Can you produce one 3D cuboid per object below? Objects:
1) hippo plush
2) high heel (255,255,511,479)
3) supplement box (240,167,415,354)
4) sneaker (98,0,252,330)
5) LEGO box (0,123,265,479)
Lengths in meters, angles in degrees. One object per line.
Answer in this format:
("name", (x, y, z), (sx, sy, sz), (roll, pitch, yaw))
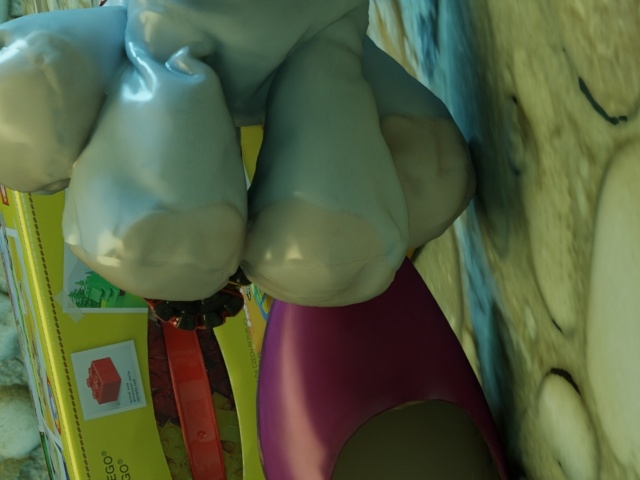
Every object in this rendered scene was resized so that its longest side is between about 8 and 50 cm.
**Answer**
("hippo plush", (-0.006, -0.127, 0.854), (0.294, 0.234, 0.236), (-55, -7, -47))
("high heel", (0.075, 0.167, 0.890), (0.181, 0.127, 0.377), (-7, 101, 68))
("supplement box", (0.000, 0.000, 1.103), (0.233, 0.080, 0.078), (107, 151, -71))
("sneaker", (-0.086, -0.063, 1.085), (0.093, 0.088, 0.225), (-172, 80, -82))
("LEGO box", (-0.127, 0.112, 1.500), (0.372, 0.193, 0.500), (-169, 67, -77))
